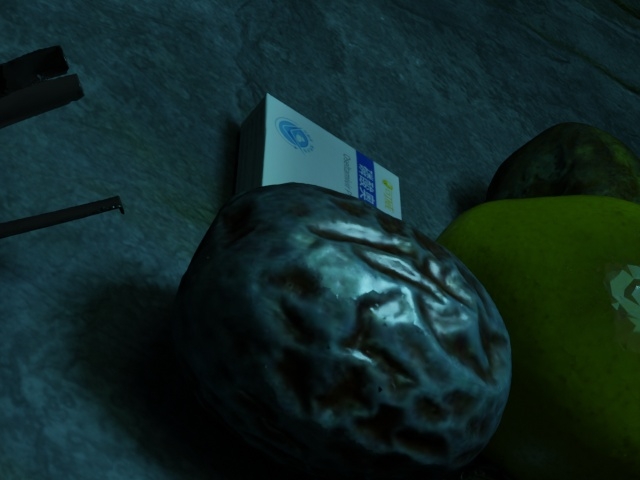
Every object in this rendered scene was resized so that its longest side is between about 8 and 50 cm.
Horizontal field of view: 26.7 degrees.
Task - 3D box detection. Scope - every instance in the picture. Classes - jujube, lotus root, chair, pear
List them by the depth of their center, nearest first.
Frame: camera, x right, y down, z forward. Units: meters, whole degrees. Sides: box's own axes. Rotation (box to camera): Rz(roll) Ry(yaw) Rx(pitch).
[{"bbox_3d":[-0.348,-0.080,1.078,0.326,0.183,0.175,-17,55,-7],"label":"chair"},{"bbox_3d":[0.014,0.082,1.174,0.308,0.215,0.246,21,67,-27],"label":"jujube"},{"bbox_3d":[0.287,0.083,1.347,0.386,0.191,0.340,29,59,10],"label":"pear"},{"bbox_3d":[0.330,0.000,1.694,0.250,0.250,0.346,29,30,-24],"label":"lotus root"}]

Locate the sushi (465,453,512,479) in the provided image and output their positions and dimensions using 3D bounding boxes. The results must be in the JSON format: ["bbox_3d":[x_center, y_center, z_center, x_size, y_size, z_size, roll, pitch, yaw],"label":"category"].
[{"bbox_3d":[0.207,0.179,1.491,0.231,0.047,0.219,31,32,-22],"label":"sushi"}]

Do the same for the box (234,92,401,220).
[{"bbox_3d":[0.000,0.000,1.449,0.200,0.065,0.343,31,32,-22],"label":"box"}]

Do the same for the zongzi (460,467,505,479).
[{"bbox_3d":[0.175,0.286,1.310,0.109,0.055,0.119,36,35,-12],"label":"zongzi"}]
